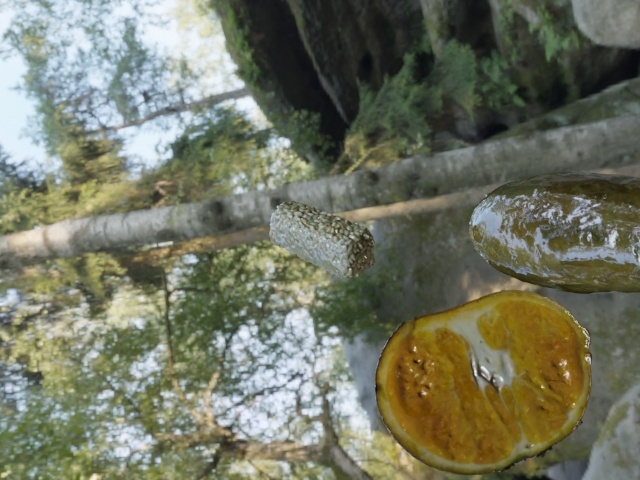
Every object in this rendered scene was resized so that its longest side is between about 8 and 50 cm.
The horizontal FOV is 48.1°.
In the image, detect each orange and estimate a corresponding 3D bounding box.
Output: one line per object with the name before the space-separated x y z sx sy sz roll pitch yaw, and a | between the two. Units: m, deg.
orange | 0.241 0.220 1.109 0.310 0.274 0.275 -13 -85 -37

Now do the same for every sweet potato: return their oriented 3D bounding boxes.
sweet potato | 0.309 -0.007 0.702 0.130 0.422 0.131 -1 -88 -40

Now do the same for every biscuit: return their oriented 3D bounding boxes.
biscuit | 0.000 0.000 1.049 0.070 0.168 0.082 -32 -47 -40
